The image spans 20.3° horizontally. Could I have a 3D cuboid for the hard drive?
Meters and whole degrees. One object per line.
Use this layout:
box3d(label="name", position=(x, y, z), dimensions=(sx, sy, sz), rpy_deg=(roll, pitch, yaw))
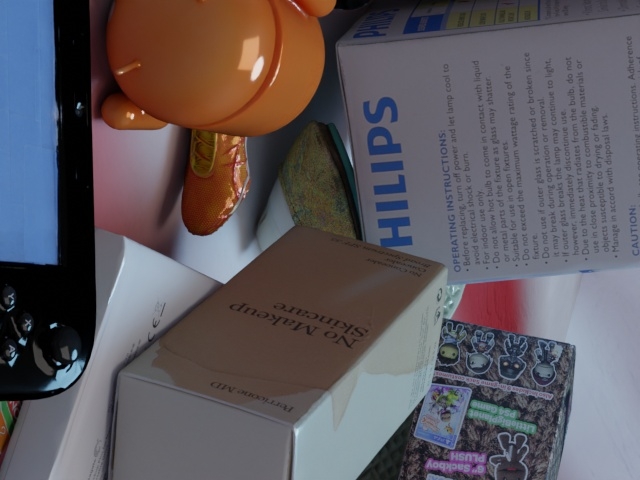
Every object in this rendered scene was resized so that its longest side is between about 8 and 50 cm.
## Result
box3d(label="hard drive", position=(-0.134, 0.115, 1.340), dimensions=(0.307, 0.040, 0.203), rpy_deg=(34, 74, -72))

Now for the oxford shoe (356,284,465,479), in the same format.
box3d(label="oxford shoe", position=(0.051, 0.097, 1.936), dimensions=(0.130, 0.169, 0.449), rpy_deg=(-11, -117, 61))

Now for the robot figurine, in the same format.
box3d(label="robot figurine", position=(-0.073, -0.142, 1.288), dimensions=(0.219, 0.158, 0.128), rpy_deg=(0, 90, -72))

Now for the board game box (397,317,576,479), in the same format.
box3d(label="board game box", position=(0.157, 0.258, 1.796), dimensions=(0.232, 0.141, 0.291), rpy_deg=(72, 31, -68))

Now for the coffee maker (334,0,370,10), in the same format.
box3d(label="coffee maker", position=(-0.016, -0.261, 1.411), dimensions=(0.171, 0.120, 0.178), rpy_deg=(-43, 155, -9))

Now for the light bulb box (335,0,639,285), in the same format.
box3d(label="light bulb box", position=(0.221, -0.116, 1.635), dimensions=(0.358, 0.361, 0.225), rpy_deg=(-62, 146, -74))

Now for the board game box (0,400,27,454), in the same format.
box3d(label="board game box", position=(-0.248, 0.053, 1.076), dimensions=(0.317, 0.046, 0.213), rpy_deg=(81, 31, -55))

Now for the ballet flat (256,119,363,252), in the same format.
box3d(label="ballet flat", position=(0.000, 0.000, 1.694), dimensions=(0.348, 0.123, 0.123), rpy_deg=(63, 47, -67))

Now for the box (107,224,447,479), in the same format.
box3d(label="box", position=(-0.025, 0.108, 1.361), dimensions=(0.311, 0.148, 0.121), rpy_deg=(-43, 144, -60))

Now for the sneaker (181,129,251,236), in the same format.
box3d(label="sneaker", position=(-0.086, -0.090, 1.443), dimensions=(0.067, 0.064, 0.175), rpy_deg=(18, 84, -53))

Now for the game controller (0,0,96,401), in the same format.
box3d(label="game controller", position=(-0.184, -0.075, 0.945), dimensions=(0.166, 0.067, 0.319), rpy_deg=(9, 77, -64))
